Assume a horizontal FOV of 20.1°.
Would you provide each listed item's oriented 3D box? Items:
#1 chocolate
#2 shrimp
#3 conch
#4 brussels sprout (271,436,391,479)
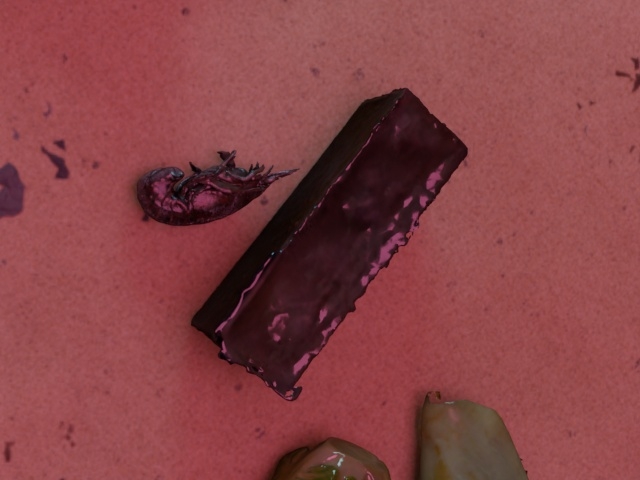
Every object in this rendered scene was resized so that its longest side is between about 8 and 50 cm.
[{"bbox_3d":[0.000,0.000,1.762,0.112,0.112,0.321,42,76,-22],"label":"chocolate"},{"bbox_3d":[-0.097,-0.054,1.743,0.165,0.056,0.065,-19,95,-24],"label":"shrimp"},{"bbox_3d":[0.168,0.291,1.864,0.143,0.137,0.251,3,72,2],"label":"conch"},{"bbox_3d":[0.014,0.277,1.782,0.155,0.117,0.155,-4,104,-15],"label":"brussels sprout"}]
